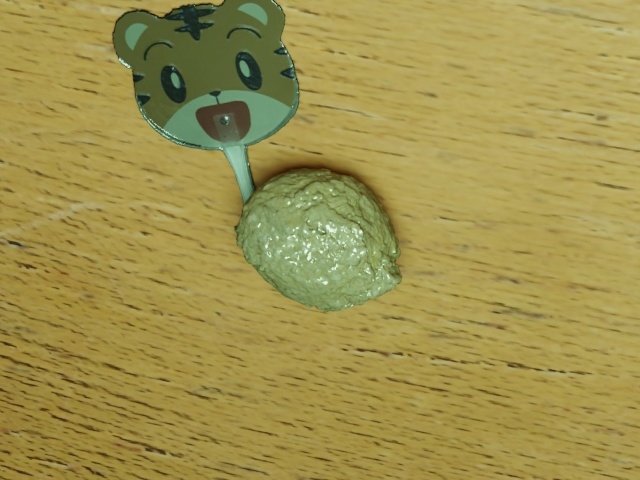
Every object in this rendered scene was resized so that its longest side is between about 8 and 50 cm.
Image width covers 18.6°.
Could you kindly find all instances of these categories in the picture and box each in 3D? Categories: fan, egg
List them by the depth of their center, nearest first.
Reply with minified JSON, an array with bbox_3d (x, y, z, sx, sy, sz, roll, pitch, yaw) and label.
[{"bbox_3d":[0.000,0.000,1.594,0.140,0.118,0.116,18,108,-7],"label":"egg"},{"bbox_3d":[-0.077,-0.099,1.617,0.152,0.008,0.227,-8,118,18],"label":"fan"}]
